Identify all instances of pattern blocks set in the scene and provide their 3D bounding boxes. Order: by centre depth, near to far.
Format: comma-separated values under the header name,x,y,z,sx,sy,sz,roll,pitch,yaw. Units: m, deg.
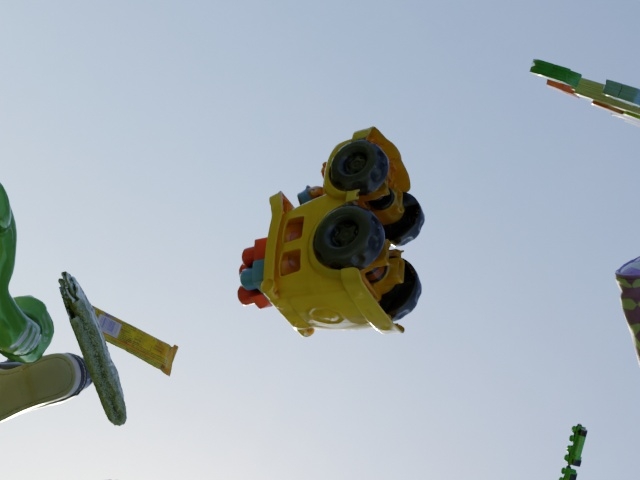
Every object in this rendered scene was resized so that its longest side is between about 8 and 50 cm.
name,x,y,z,sx,sy,sz,roll,pitch,yaw
pattern blocks set,0.391,-0.151,2.103,0.285,0.324,0.026,24,-85,50

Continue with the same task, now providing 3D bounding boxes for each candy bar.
name,x,y,z,sx,sy,sz,roll,pitch,yaw
candy bar,-0.236,0.118,2.133,0.018,0.161,0.040,-2,-116,50

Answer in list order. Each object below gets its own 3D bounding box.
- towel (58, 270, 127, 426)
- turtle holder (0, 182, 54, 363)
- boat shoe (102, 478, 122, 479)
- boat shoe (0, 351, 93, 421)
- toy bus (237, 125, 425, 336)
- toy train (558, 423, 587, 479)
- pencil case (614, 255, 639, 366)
name,x,y,z,sx,sy,sz,roll,pitch,yaw
towel,-0.231,0.109,1.787,0.110,0.027,0.148,-124,-165,-65
turtle holder,-0.424,-0.005,1.873,0.227,0.320,0.243,-159,-100,-75
boat shoe,-0.260,0.355,2.348,0.226,0.075,0.083,-133,-144,-79
boat shoe,-0.352,0.172,2.056,0.206,0.065,0.075,-13,-97,27
toy bus,0.000,0.000,2.010,0.149,0.211,0.220,49,39,-49
toy train,0.318,0.271,2.200,0.023,0.017,0.083,16,-88,64
pencil case,0.299,0.102,1.380,0.088,0.086,0.206,-9,-74,54
